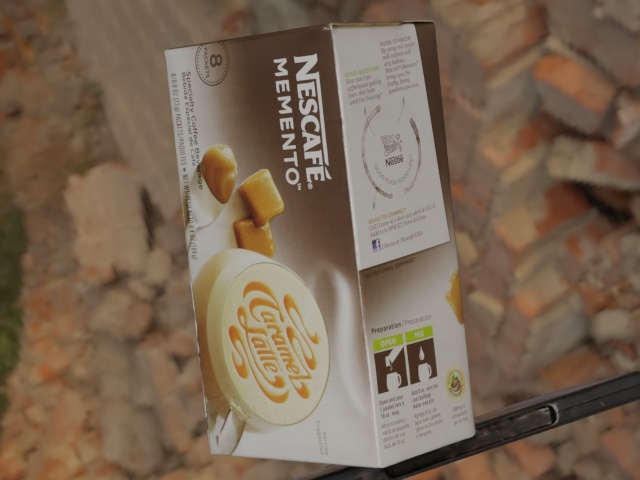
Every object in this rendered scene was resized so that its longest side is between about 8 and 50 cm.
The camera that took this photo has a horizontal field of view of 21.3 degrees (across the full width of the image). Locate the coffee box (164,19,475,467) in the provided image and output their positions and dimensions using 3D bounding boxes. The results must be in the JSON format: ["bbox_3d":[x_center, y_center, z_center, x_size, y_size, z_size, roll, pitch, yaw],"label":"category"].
[{"bbox_3d":[0.000,0.000,1.003,0.141,0.098,0.246,-1,96,42],"label":"coffee box"}]

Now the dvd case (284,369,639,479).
[{"bbox_3d":[0.081,0.142,1.168,0.180,0.253,0.022,136,117,-77],"label":"dvd case"}]
